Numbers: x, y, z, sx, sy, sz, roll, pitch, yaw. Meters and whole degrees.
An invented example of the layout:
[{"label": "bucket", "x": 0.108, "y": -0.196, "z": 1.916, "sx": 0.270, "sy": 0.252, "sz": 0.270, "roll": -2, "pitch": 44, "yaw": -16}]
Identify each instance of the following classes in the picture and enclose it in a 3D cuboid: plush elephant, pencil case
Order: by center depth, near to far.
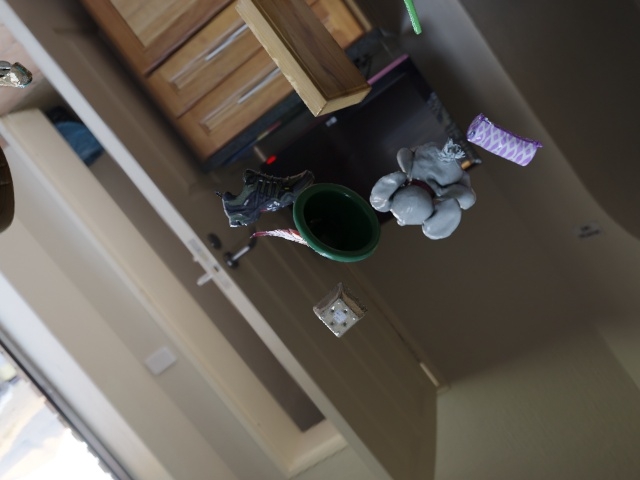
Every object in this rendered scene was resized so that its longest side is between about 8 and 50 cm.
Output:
[{"label": "pencil case", "x": 0.518, "y": -0.289, "z": 1.845, "sx": 0.086, "sy": 0.206, "sz": 0.088, "roll": -79, "pitch": -165, "yaw": -48}, {"label": "plush elephant", "x": 0.293, "y": -0.137, "z": 1.859, "sx": 0.255, "sy": 0.272, "sz": 0.330, "roll": -51, "pitch": 172, "yaw": -5}]

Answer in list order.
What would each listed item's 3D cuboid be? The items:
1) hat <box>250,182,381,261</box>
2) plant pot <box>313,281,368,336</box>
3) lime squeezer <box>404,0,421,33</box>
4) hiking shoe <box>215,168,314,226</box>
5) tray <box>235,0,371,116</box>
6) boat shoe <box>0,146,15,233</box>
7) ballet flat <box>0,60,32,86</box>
[{"label": "hat", "x": 0.000, "y": 0.000, "z": 1.302, "sx": 0.173, "sy": 0.208, "sz": 0.183, "roll": -20, "pitch": 155, "yaw": -31}, {"label": "plant pot", "x": 0.049, "y": 0.189, "z": 1.679, "sx": 0.109, "sy": 0.109, "sz": 0.096, "roll": -43, "pitch": -178, "yaw": 9}, {"label": "lime squeezer", "x": 0.079, "y": -0.469, "z": 1.088, "sx": 0.110, "sy": 0.310, "sz": 0.059, "roll": -65, "pitch": -154, "yaw": 6}, {"label": "hiking shoe", "x": -0.125, "y": -0.122, "z": 1.489, "sx": 0.226, "sy": 0.114, "sz": 0.086, "roll": -28, "pitch": -170, "yaw": -6}, {"label": "tray", "x": -0.048, "y": -0.560, "z": 1.875, "sx": 0.202, "sy": 0.411, "sz": 0.076, "roll": -27, "pitch": 168, "yaw": -40}, {"label": "boat shoe", "x": -0.627, "y": -0.145, "z": 1.140, "sx": 0.123, "sy": 0.342, "sz": 0.123, "roll": -28, "pitch": 169, "yaw": -20}, {"label": "ballet flat", "x": -0.827, "y": -0.431, "z": 1.658, "sx": 0.206, "sy": 0.067, "sz": 0.073, "roll": 2, "pitch": -128, "yaw": 24}]
